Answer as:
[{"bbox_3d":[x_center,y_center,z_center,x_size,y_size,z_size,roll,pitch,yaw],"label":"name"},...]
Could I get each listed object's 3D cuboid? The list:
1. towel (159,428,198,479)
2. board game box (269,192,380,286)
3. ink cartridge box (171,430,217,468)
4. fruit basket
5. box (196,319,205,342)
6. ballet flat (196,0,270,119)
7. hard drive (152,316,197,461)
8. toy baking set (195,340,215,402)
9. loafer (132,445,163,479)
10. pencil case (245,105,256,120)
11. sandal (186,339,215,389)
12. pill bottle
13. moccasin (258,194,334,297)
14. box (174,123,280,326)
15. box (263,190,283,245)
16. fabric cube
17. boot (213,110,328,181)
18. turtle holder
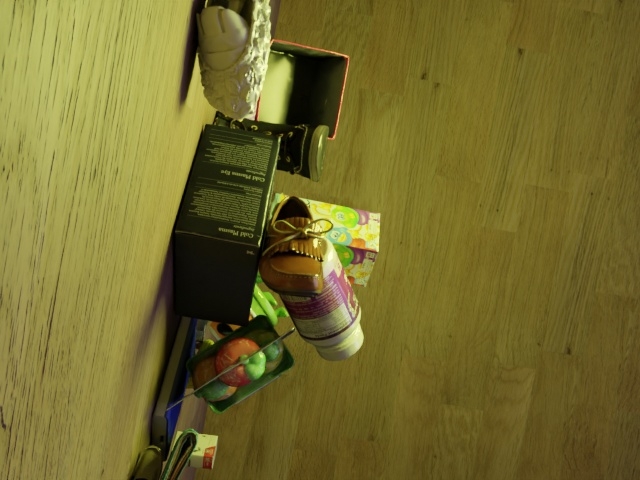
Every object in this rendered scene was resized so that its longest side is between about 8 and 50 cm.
[{"bbox_3d":[-0.344,0.552,1.579,0.370,0.040,0.271,125,-12,-67],"label":"towel"},{"bbox_3d":[0.000,0.000,1.839,0.144,0.275,0.142,105,-5,-46],"label":"board game box"},{"bbox_3d":[-0.403,0.669,2.307,0.099,0.135,0.056,-88,-175,-63],"label":"ink cartridge box"},{"bbox_3d":[-0.190,0.305,1.701,0.165,0.327,0.353,58,-6,0],"label":"fruit basket"},{"bbox_3d":[-0.328,0.141,2.000,0.183,0.056,0.231,-83,-175,-46],"label":"box"},{"bbox_3d":[-0.162,-0.425,1.274,0.147,0.147,0.409,160,-63,-86],"label":"ballet flat"},{"bbox_3d":[-0.363,0.357,1.808,0.318,0.040,0.210,-83,-175,-46],"label":"hard drive"},{"bbox_3d":[-0.336,0.410,2.260,0.256,0.030,0.196,-19,-99,53],"label":"toy baking set"},{"bbox_3d":[-0.361,0.494,1.497,0.050,0.056,0.148,115,-14,-52],"label":"loafer"},{"bbox_3d":[-0.222,-0.382,2.013,0.088,0.086,0.206,-39,153,-37],"label":"pencil case"},{"bbox_3d":[-0.304,0.373,2.052,0.126,0.138,0.317,-65,-174,-23],"label":"sandal"},{"bbox_3d":[0.000,0.146,1.746,0.169,0.169,0.301,-84,155,-52],"label":"pill bottle"},{"bbox_3d":[-0.050,0.004,1.511,0.380,0.139,0.147,-89,-171,-68],"label":"moccasin"},{"bbox_3d":[-0.214,-0.028,1.648,0.343,0.179,0.312,104,-6,-52],"label":"box"},{"bbox_3d":[-0.220,-0.068,2.077,0.167,0.203,0.168,165,-65,-86],"label":"box"},{"bbox_3d":[-0.098,-0.459,2.198,0.258,0.259,0.254,-151,-111,-64],"label":"fabric cube"},{"bbox_3d":[-0.130,-0.243,1.804,0.377,0.284,0.138,-112,-147,-81],"label":"boot"},{"bbox_3d":[-0.277,0.186,2.282,0.320,0.227,0.243,47,-12,38],"label":"turtle holder"}]
